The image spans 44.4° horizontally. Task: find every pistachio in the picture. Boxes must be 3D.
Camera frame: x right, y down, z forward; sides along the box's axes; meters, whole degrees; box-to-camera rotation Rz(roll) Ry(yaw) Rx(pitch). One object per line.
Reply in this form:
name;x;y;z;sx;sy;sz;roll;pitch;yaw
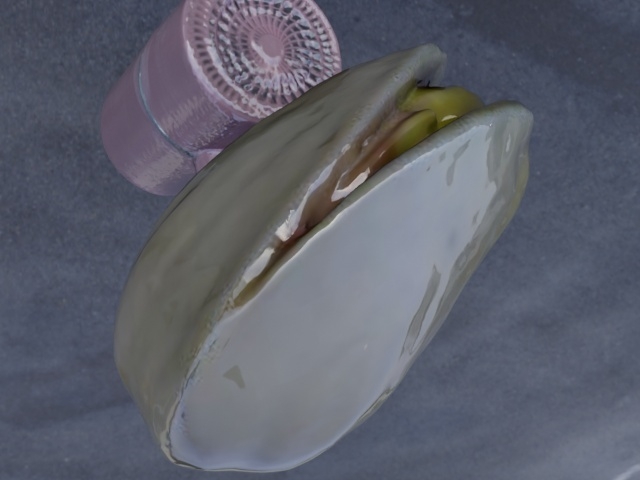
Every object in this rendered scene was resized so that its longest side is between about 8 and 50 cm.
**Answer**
pistachio;0.000;0.000;0.447;0.288;0.166;0.197;-52;169;-15

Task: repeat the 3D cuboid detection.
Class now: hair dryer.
hair dryer;-0.073;-0.003;0.610;0.125;0.353;0.210;-4;171;-33
